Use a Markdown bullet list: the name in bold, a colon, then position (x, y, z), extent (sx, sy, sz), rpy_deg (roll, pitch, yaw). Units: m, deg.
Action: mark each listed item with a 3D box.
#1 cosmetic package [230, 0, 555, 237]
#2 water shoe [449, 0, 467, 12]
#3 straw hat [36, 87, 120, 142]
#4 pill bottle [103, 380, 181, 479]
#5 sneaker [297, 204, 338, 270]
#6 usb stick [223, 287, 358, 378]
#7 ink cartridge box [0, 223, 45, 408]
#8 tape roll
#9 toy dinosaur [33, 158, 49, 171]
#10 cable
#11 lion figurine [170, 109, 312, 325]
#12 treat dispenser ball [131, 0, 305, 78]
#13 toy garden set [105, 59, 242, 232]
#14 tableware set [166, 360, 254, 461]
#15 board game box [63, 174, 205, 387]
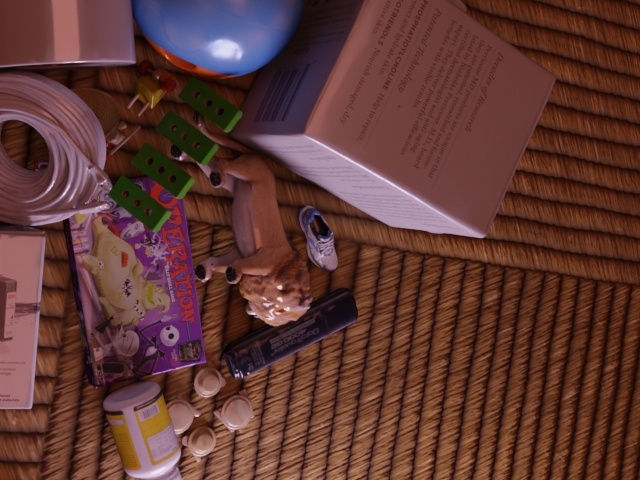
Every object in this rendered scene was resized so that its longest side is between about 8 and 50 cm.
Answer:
- **cosmetic package**: position (0.121, -0.237, 1.909), extent (0.394, 0.329, 0.327), rpy_deg (28, 82, -26)
- **water shoe**: position (0.185, -0.467, 2.075), extent (0.203, 0.073, 0.080), rpy_deg (24, 106, -22)
- **straw hat**: position (-0.401, -0.184, 1.801), extent (0.144, 0.144, 0.061), rpy_deg (-28, 147, -22)
- **pill bottle**: position (-0.303, 0.345, 1.877), extent (0.103, 0.103, 0.184), rpy_deg (-21, 104, -23)
- **sneaker**: position (0.000, 0.000, 2.021), extent (0.052, 0.058, 0.135), rpy_deg (-32, 108, -20)
- **usb stick**: position (-0.051, 0.172, 2.019), extent (0.278, 0.045, 0.077), rpy_deg (-25, 112, -22)
- **ink cartridge box**: position (-0.515, 0.111, 1.698), extent (0.114, 0.197, 0.272), rpy_deg (5, 92, -26)
- **tape roll**: position (-0.415, -0.353, 1.681), extent (0.246, 0.246, 0.169), rpy_deg (-8, 98, -26)
- **toy dinosaur**: position (-0.437, -0.126, 1.816), extent (0.082, 0.047, 0.090), rpy_deg (24, 51, -17)
- **cable**: position (-0.464, -0.145, 1.691), extent (0.257, 0.089, 0.257), rpy_deg (-14, 115, 17)
- **lion figurine**: position (-0.121, -0.038, 1.911), extent (0.240, 0.142, 0.392), rpy_deg (-7, 92, -52)
- **treat dispenser ball**: position (-0.168, -0.411, 1.772), extent (0.288, 0.288, 0.288), rpy_deg (-3, 96, -26)
- **toy garden set**: position (-0.272, -0.166, 1.811), extent (0.204, 0.049, 0.244), rpy_deg (37, 92, 19)
- **tableware set**: position (-0.208, 0.314, 1.968), extent (0.169, 0.020, 0.141), rpy_deg (-41, 113, -19)
- **board game box**: position (-0.323, 0.064, 1.875), extent (0.208, 0.056, 0.346), rpy_deg (-12, 100, -29)
